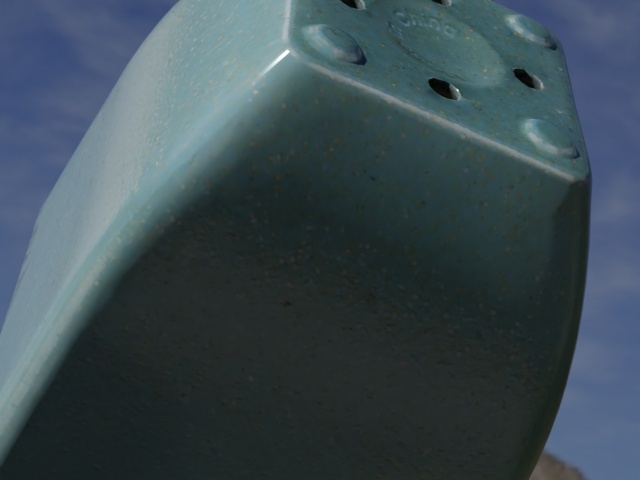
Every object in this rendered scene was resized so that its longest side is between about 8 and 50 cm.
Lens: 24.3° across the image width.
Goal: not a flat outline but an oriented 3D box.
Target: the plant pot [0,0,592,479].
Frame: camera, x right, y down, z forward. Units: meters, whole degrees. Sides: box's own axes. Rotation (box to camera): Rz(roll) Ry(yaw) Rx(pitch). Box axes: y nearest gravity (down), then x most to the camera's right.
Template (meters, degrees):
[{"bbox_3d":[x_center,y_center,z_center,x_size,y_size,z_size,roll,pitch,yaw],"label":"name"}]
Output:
[{"bbox_3d":[0.000,0.000,0.722,0.247,0.247,0.252,22,-57,-13],"label":"plant pot"}]
